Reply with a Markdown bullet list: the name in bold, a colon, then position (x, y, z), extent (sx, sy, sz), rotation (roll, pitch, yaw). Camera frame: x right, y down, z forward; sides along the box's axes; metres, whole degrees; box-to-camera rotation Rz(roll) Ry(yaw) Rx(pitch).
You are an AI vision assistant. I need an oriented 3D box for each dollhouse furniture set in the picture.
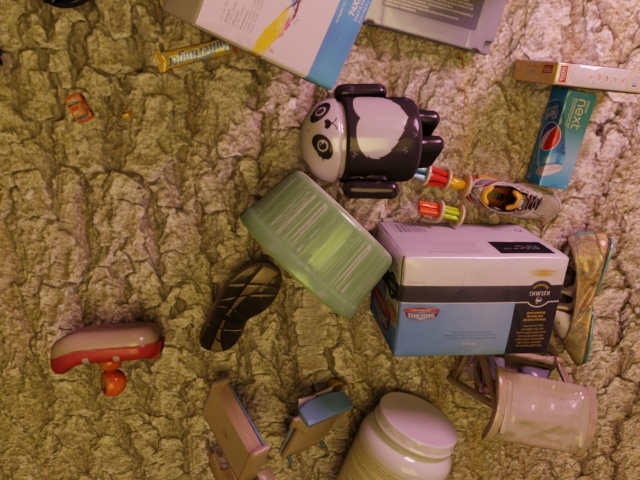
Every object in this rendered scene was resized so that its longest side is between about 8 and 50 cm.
- **dollhouse furniture set**: position (-0.112, 0.449, 1.351), extent (0.304, 0.198, 0.286), rotation (-11, 139, -36)

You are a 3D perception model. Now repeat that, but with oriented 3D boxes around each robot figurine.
- **robot figurine**: position (0.098, -0.200, 1.084), extent (0.279, 0.209, 0.173), rotation (-2, 123, -8)

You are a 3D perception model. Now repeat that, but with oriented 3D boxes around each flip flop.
- **flip flop**: position (-0.187, 0.143, 1.227), extent (0.112, 0.080, 0.277), rotation (24, 120, -20)

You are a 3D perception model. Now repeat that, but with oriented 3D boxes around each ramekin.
- **ramekin**: position (0.000, 0.000, 1.085), extent (0.303, 0.303, 0.148), rotation (43, 92, -19)

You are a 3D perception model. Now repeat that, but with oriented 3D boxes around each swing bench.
- **swing bench**: position (0.481, 0.355, 1.297), extent (0.254, 0.254, 0.165), rotation (14, 107, -13)

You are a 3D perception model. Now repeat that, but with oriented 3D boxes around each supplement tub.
- **supplement tub**: position (0.178, 0.566, 1.340), extent (0.236, 0.235, 0.324), rotation (17, 107, -14)

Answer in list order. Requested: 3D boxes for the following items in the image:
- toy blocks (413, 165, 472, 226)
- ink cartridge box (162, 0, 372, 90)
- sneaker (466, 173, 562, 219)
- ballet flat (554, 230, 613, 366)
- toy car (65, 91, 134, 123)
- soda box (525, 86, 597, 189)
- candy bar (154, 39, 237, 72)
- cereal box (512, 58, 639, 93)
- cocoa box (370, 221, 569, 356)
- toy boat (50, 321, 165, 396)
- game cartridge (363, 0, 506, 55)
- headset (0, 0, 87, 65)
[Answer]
- **toy blocks**: position (0.248, -0.103, 1.195), extent (0.148, 0.054, 0.123), rotation (13, 91, -12)
- **ink cartridge box**: position (-0.089, -0.413, 0.924), extent (0.270, 0.198, 0.197), rotation (14, 109, -36)
- **sneaker**: position (0.438, -0.085, 1.219), extent (0.226, 0.092, 0.087), rotation (7, 109, -11)
- **ballet flat**: position (0.614, 0.140, 1.325), extent (0.123, 0.123, 0.348), rotation (-1, 110, -8)
- **toy car**: position (-0.432, -0.261, 1.059), extent (0.122, 0.040, 0.060), rotation (-8, 111, -5)
- **soda box**: position (0.524, -0.223, 1.195), extent (0.071, 0.067, 0.209), rotation (7, 108, -11)
- **candy bar**: position (-0.239, -0.366, 1.061), extent (0.162, 0.018, 0.040), rotation (-14, 111, -2)
- **cereal box**: position (0.539, -0.331, 1.102), extent (0.241, 0.173, 0.047), rotation (3, 109, -10)
- **cocoa box**: position (0.305, 0.101, 1.192), extent (0.348, 0.231, 0.227), rotation (0, 110, -8)
- **toy boat**: position (-0.455, 0.261, 1.175), extent (0.231, 0.151, 0.151), rotation (-3, 91, -6)
- **game cartridge**: position (0.221, -0.494, 1.063), extent (0.295, 0.060, 0.195), rotation (10, 111, -12)
- **headset**: position (-0.477, -0.443, 0.891), extent (0.395, 0.243, 0.185), rotation (-21, 85, 30)
